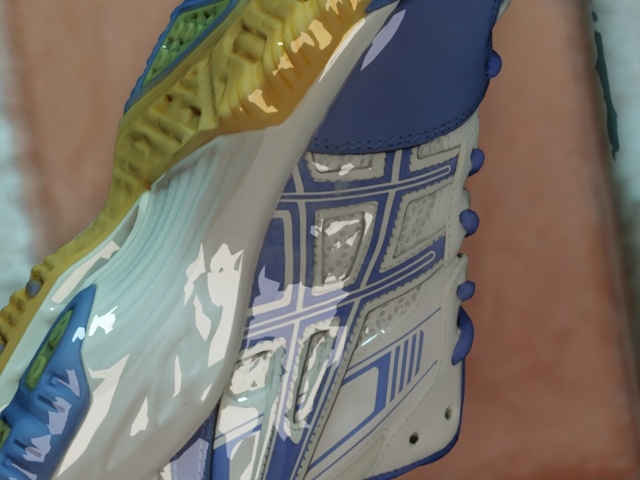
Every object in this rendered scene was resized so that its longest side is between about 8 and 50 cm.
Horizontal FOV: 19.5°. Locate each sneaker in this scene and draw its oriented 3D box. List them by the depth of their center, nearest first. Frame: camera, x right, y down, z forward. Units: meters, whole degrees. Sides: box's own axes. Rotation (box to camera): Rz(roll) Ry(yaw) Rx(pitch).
[{"bbox_3d":[0.000,0.000,0.559,0.131,0.112,0.296,30,97,-22],"label":"sneaker"}]
